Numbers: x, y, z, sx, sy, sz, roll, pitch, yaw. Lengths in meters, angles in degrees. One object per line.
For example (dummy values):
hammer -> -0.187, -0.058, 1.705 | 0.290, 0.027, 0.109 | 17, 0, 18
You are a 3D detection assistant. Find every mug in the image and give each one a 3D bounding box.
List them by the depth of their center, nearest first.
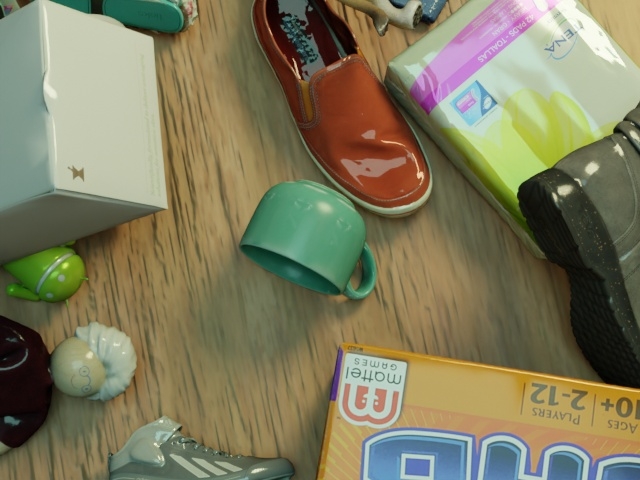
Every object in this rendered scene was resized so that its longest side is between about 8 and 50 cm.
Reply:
mug -> -0.009, -0.004, 1.268 | 0.130, 0.158, 0.097 | 18, 76, 28

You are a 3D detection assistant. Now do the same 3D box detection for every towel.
towel -> 0.135, -0.327, 1.368 | 0.067, 0.029, 0.119 | 26, 80, 5

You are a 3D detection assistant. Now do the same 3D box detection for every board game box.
board game box -> 0.163, 0.313, 1.081 | 0.357, 0.356, 0.356 | 9, 80, 2

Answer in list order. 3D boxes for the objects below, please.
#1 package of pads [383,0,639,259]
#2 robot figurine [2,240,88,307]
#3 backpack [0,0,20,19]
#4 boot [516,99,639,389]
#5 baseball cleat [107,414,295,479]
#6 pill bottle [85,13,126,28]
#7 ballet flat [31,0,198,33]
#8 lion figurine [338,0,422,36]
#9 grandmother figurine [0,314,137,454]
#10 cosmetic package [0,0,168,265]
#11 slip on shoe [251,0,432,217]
package of pads -> 0.254, -0.156, 1.298 | 0.229, 0.101, 0.296 | -39, 85, -7
robot figurine -> -0.320, 0.025, 1.283 | 0.115, 0.067, 0.101 | 40, 110, 8
backpack -> -0.449, -0.275, 1.290 | 0.189, 0.166, 0.144 | 23, 79, 1
boot -> 0.373, 0.017, 1.211 | 0.223, 0.118, 0.338 | -33, 116, -15
baseball cleat -> -0.135, 0.242, 1.241 | 0.206, 0.072, 0.109 | -9, 73, -5
pill bottle -> -0.267, -0.138, 1.286 | 0.121, 0.121, 0.221 | -9, 80, -2
ballet flat -> -0.261, -0.308, 1.350 | 0.241, 0.091, 0.077 | 16, 50, -1
lion figurine -> 0.048, -0.422, 1.290 | 0.240, 0.142, 0.392 | 19, 70, 17
grandmother figurine -> -0.371, 0.161, 1.217 | 0.343, 0.207, 0.104 | -11, 40, -14
cosmetic package -> -0.345, -0.087, 1.165 | 0.366, 0.155, 0.196 | -14, 75, 35
slip on shoe -> 0.021, -0.172, 1.303 | 0.123, 0.101, 0.331 | -29, 82, -7
